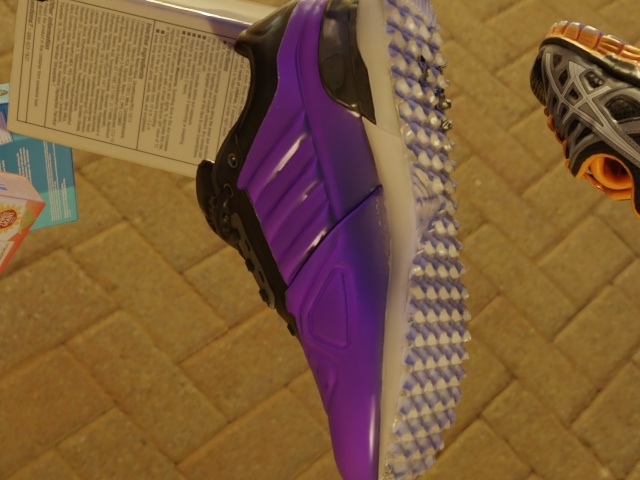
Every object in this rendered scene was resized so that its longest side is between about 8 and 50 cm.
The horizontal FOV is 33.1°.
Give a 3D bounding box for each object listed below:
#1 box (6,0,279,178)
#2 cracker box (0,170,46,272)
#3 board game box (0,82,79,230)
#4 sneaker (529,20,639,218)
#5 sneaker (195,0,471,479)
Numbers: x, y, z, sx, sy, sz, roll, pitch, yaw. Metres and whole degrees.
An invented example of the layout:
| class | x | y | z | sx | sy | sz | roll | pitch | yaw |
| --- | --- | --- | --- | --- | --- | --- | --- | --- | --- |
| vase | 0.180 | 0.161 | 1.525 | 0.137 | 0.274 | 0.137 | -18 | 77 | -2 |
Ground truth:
| class | x | y | z | sx | sy | sz | roll | pitch | yaw |
| --- | --- | --- | --- | --- | --- | --- | --- | --- | --- |
| box | -0.099 | -0.137 | 0.940 | 0.311 | 0.148 | 0.121 | 15 | 21 | 4 |
| cracker box | -0.488 | -0.022 | 1.368 | 0.067 | 0.156 | 0.232 | 48 | 20 | 28 |
| board game box | -0.589 | -0.121 | 1.811 | 0.336 | 0.254 | 0.079 | -14 | 36 | -25 |
| sneaker | 0.167 | -0.068 | 0.618 | 0.084 | 0.083 | 0.215 | 27 | 9 | -17 |
| sneaker | 0.000 | 0.000 | 0.626 | 0.102 | 0.146 | 0.293 | 9 | 78 | -64 |
